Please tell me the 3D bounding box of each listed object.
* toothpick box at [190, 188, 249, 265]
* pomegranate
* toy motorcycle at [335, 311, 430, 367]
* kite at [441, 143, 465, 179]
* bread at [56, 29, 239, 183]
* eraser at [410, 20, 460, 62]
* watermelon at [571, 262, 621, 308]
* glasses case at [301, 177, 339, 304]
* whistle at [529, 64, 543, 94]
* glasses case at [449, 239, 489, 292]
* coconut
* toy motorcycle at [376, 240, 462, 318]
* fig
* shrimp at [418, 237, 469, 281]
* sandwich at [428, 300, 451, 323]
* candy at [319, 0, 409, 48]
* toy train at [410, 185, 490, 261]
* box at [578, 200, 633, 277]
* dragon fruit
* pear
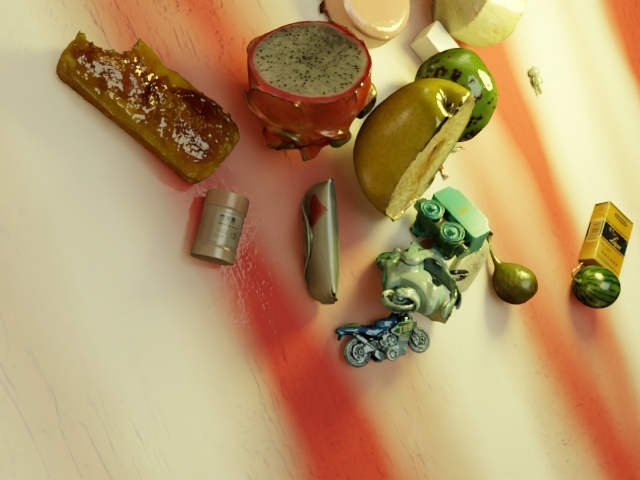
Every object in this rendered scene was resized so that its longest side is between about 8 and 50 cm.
[{"bbox_3d":[-0.220,-0.028,1.244,0.098,0.098,0.149,19,75,-27],"label":"toothpick box"},{"bbox_3d":[0.349,-0.396,1.553,0.254,0.270,0.255,7,90,-72],"label":"pomegranate"},{"bbox_3d":[0.162,0.239,1.444,0.254,0.092,0.136,-9,79,-22],"label":"toy motorcycle"},{"bbox_3d":[0.338,-0.267,1.653,0.232,0.009,0.189,-27,97,-30],"label":"kite"},{"bbox_3d":[-0.350,-0.296,1.197,0.380,0.109,0.185,40,67,-19],"label":"bread"},{"bbox_3d":[0.397,-0.499,1.678,0.298,0.078,0.076,44,65,-18],"label":"eraser"},{"bbox_3d":[0.885,0.146,1.855,0.187,0.140,0.141,19,74,-15],"label":"watermelon"},{"bbox_3d":[0.001,0.000,1.355,0.083,0.128,0.308,-2,84,-6],"label":"glasses case"},{"bbox_3d":[0.726,-0.539,1.902,0.035,0.035,0.100,-24,98,-30],"label":"whistle"},{"bbox_3d":[0.429,0.066,1.642,0.074,0.049,0.193,46,63,-16],"label":"glasses case"},{"bbox_3d":[0.444,-0.695,1.641,0.244,0.239,0.239,13,77,-30],"label":"coconut"},{"bbox_3d":[0.241,0.107,1.417,0.206,0.260,0.154,10,118,-6],"label":"toy motorcycle"},{"bbox_3d":[0.551,0.079,1.690,0.124,0.124,0.236,-21,77,-31],"label":"fig"},{"bbox_3d":[0.373,0.034,1.585,0.219,0.046,0.152,-28,72,-23],"label":"shrimp"},{"bbox_3d":[0.322,0.190,1.533,0.093,0.105,0.036,33,69,-19],"label":"sandwich"},{"bbox_3d":[0.120,-0.643,1.523,0.255,0.094,0.256,4,83,-31],"label":"candy"},{"bbox_3d":[0.352,-0.044,1.535,0.163,0.112,0.203,-25,62,-21],"label":"toy train"},{"bbox_3d":[0.996,0.002,1.977,0.152,0.070,0.237,35,70,-22],"label":"box"},{"bbox_3d":[-0.029,-0.329,1.305,0.305,0.226,0.306,0,55,0],"label":"dragon fruit"},{"bbox_3d":[0.201,-0.242,1.387,0.191,0.387,0.340,40,57,14],"label":"pear"}]
